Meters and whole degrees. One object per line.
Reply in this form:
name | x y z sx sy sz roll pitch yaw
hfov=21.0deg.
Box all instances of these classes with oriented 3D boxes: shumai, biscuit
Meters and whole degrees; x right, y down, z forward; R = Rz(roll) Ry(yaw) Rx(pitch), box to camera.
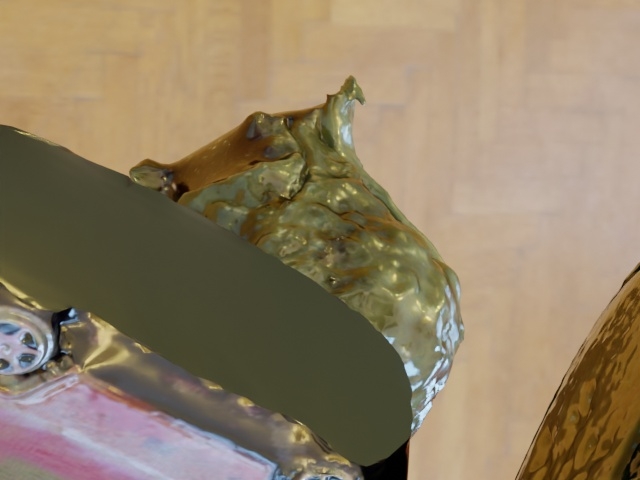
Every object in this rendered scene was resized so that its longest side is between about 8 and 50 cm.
shumai | 0.000 0.000 1.359 0.292 0.330 0.288 43 60 -18
biscuit | 0.146 0.150 0.904 0.057 0.287 0.343 25 85 -6

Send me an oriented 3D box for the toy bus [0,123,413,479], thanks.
toy bus | -0.095 0.068 0.862 0.303 0.147 0.127 27 34 -23
